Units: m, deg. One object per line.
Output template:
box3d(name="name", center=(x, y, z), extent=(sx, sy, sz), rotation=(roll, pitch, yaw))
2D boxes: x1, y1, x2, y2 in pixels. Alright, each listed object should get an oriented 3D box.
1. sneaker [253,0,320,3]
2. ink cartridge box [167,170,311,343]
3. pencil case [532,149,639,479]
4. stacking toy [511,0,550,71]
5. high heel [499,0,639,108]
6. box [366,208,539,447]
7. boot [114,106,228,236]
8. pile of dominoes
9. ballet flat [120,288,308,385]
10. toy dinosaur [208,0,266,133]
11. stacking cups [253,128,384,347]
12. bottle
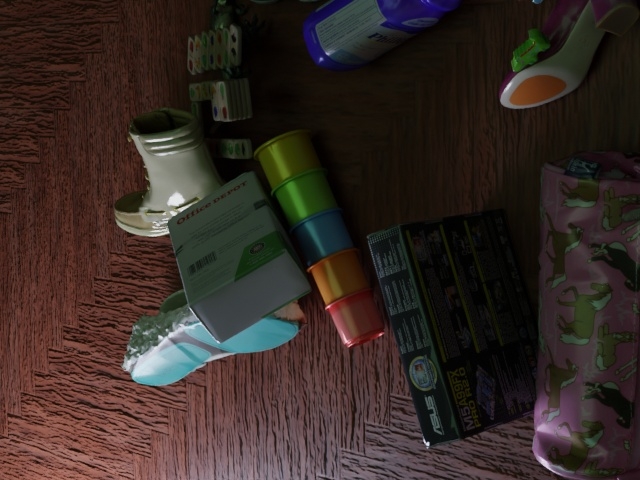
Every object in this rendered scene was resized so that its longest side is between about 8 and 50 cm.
box3d(name="sneaker", center=(-0.053, -0.379, 1.929), extent=(0.211, 0.081, 0.080), rotation=(-7, 90, 43))
box3d(name="ink cartridge box", center=(-0.121, 0.020, 1.943), extent=(0.160, 0.093, 0.219), rotation=(-30, 36, 6))
box3d(name="pencil case", center=(0.333, 0.089, 1.576), extent=(0.160, 0.167, 0.386), rotation=(3, 100, 11))
box3d(name="stacking toy", center=(0.274, -0.332, 1.585), extent=(0.221, 0.052, 0.167), rotation=(-50, 31, 37))
box3d(name="high heel", center=(0.295, -0.261, 1.631), extent=(0.244, 0.082, 0.117), rotation=(132, 145, -50))
box3d(name="box", center=(0.183, 0.103, 1.678), extent=(0.060, 0.216, 0.270), rotation=(-22, 81, 44))
box3d(name="boot", center=(-0.254, -0.107, 2.094), extent=(0.262, 0.095, 0.203), rotation=(3, 131, 40))
box3d(name="pile of dominoes", center=(-0.168, -0.219, 2.016), extent=(0.251, 0.040, 0.196), rotation=(-171, 73, -65))
box3d(name="ballet flat", center=(-0.179, 0.118, 2.099), extent=(0.409, 0.147, 0.147), rotation=(-23, 80, 43))
box3d(name="toy dinosaur", center=(-0.138, -0.291, 2.040), extent=(0.118, 0.064, 0.268), rotation=(17, 111, 57))
box3d(name="stacking cups", center=(0.000, 0.000, 1.922), extent=(0.096, 0.096, 0.316), rotation=(-33, 73, 42))
box3d(name="bottle", center=(0.104, -0.314, 1.762), extent=(0.282, 0.118, 0.092), rotation=(-25, 78, 42))
